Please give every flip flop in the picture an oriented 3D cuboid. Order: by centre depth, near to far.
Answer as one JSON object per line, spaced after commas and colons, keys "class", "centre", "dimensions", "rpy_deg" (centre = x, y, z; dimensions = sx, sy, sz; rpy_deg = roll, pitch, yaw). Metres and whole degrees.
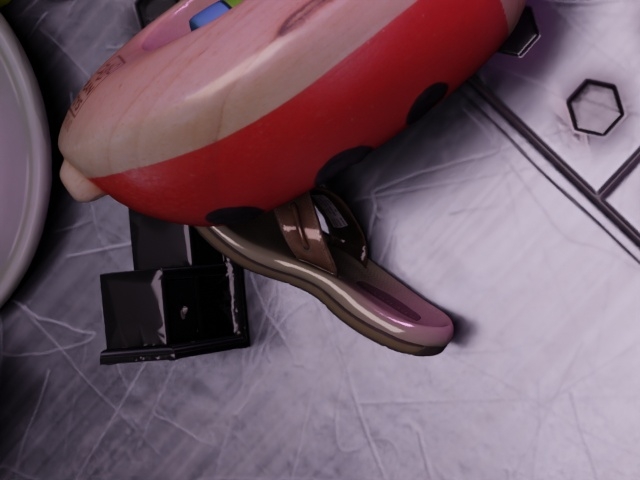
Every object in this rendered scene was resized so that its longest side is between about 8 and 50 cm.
{"class": "flip flop", "centre": [0.000, 0.000, 1.577], "dimensions": [0.277, 0.112, 0.080], "rpy_deg": [33, 115, 13]}

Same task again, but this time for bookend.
{"class": "bookend", "centre": [-0.131, 0.023, 1.607], "dimensions": [0.072, 0.156, 0.157], "rpy_deg": [-6, 88, 21]}

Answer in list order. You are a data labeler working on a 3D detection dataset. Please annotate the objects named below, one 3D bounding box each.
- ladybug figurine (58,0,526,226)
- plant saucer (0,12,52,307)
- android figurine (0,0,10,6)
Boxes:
{"class": "ladybug figurine", "centre": [-0.006, -0.153, 1.487], "dimensions": [0.449, 0.305, 0.162], "rpy_deg": [-34, 107, -3]}
{"class": "plant saucer", "centre": [-0.444, -0.079, 1.728], "dimensions": [0.400, 0.100, 0.400], "rpy_deg": [4, 101, 23]}
{"class": "android figurine", "centre": [-0.314, -0.329, 1.727], "dimensions": [0.273, 0.056, 0.248], "rpy_deg": [-46, 76, 14]}
